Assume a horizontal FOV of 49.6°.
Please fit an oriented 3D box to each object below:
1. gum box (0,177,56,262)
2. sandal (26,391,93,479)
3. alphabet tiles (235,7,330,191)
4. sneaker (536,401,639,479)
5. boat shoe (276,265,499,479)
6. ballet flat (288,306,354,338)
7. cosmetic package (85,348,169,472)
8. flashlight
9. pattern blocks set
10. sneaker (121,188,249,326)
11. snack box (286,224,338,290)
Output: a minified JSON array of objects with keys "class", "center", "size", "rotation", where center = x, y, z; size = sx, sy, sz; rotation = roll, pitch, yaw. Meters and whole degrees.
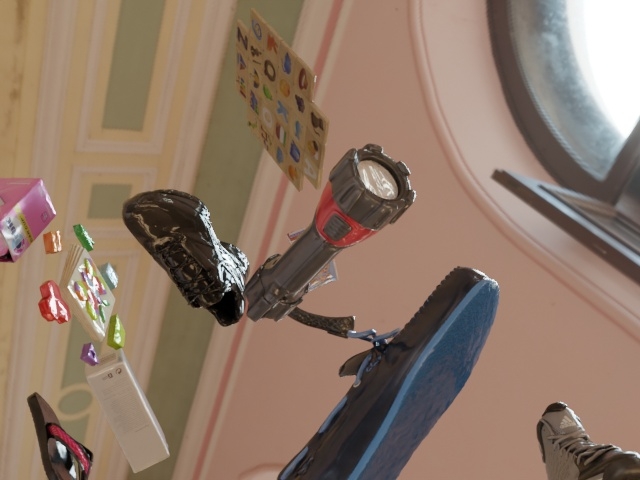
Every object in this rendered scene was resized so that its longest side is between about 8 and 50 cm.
[{"class":"gum box","center":[-0.461,-0.029,0.899],"size":[0.188,0.107,0.062],"rotation":[1,-53,13]},{"class":"sandal","center":[-0.274,0.224,0.748],"size":[0.040,0.179,0.067],"rotation":[-30,-43,-14]},{"class":"alphabet tiles","center":[-0.083,-0.267,1.342],"size":[0.011,0.343,0.285],"rotation":[-22,-35,-24]},{"class":"sneaker","center":[0.305,0.250,0.826],"size":[0.086,0.132,0.229],"rotation":[-7,-30,-6]},{"class":"boat shoe","center":[0.045,0.122,0.570],"size":[0.258,0.089,0.109],"rotation":[-52,-40,-6]},{"class":"ballet flat","center":[-0.012,0.150,1.385],"size":[0.057,0.173,0.049],"rotation":[42,-113,-72]},{"class":"cosmetic package","center":[-0.400,0.349,1.434],"size":[0.085,0.117,0.231],"rotation":[-24,-77,-14]},{"class":"flashlight","center":[0.000,0.000,0.920],"size":[0.103,0.103,0.304],"rotation":[6,-34,-31]},{"class":"pattern blocks set","center":[-0.458,0.101,1.361],"size":[0.026,0.325,0.286],"rotation":[-21,-49,3]},{"class":"sneaker","center":[-0.193,0.031,1.063],"size":[0.109,0.130,0.286],"rotation":[-28,-44,17]},{"class":"snack box","center":[-0.010,0.030,1.160],"size":[0.064,0.022,0.178],"rotation":[-22,-31,-5]}]
